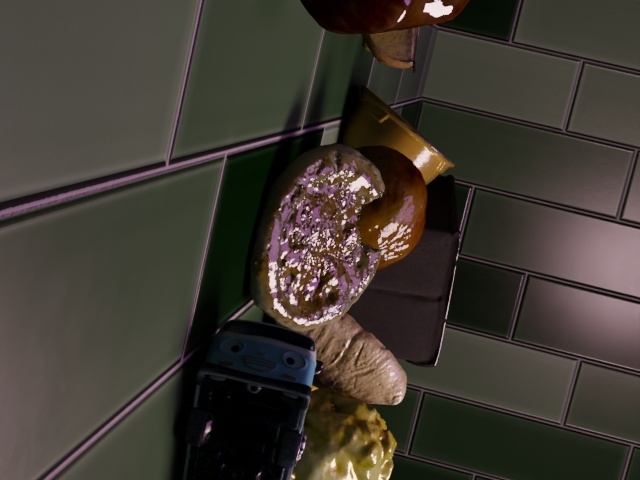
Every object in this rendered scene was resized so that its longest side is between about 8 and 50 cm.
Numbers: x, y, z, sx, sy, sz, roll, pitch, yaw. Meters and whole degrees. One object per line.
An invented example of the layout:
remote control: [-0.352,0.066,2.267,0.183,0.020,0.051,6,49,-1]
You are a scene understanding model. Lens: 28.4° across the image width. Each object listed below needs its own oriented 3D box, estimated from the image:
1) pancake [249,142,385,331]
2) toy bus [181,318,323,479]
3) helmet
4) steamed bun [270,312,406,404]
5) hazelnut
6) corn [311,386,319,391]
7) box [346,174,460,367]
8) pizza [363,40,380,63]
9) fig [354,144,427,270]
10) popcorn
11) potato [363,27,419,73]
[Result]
pancake: [0.000,0.000,1.612,0.254,0.037,0.253,-21,119,-44]
toy bus: [-0.081,0.212,1.436,0.164,0.133,0.271,-75,178,-53]
helmet: [0.107,-0.150,2.144,0.140,0.205,0.257,-49,-163,4]
steamed bun: [-0.008,0.151,1.829,0.110,0.231,0.212,-48,123,-22]
hazelnut: [0.069,-0.313,1.277,0.234,0.218,0.218,-44,147,-77]
corn: [-0.017,0.232,2.097,0.318,0.115,0.115,-36,139,-79]
box: [0.122,0.030,2.226,0.345,0.205,0.251,-80,179,-72]
pizza: [0.099,-0.357,2.135,0.160,0.036,0.099,-68,169,-46]
fig: [0.013,-0.030,1.760,0.290,0.191,0.190,-16,129,-37]
popcorn: [-0.019,0.310,1.736,0.195,0.256,0.254,38,-26,55]
potato: [0.113,-0.387,1.931,0.138,0.098,0.243,-66,162,-73]
